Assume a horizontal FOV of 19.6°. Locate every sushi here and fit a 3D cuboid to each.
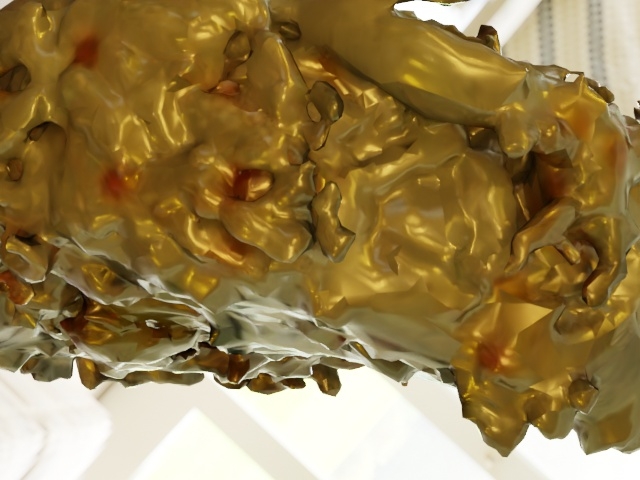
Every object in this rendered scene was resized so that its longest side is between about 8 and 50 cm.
[{"bbox_3d":[0.003,0.000,0.840,0.417,0.417,0.176,60,39,-80],"label":"sushi"}]
